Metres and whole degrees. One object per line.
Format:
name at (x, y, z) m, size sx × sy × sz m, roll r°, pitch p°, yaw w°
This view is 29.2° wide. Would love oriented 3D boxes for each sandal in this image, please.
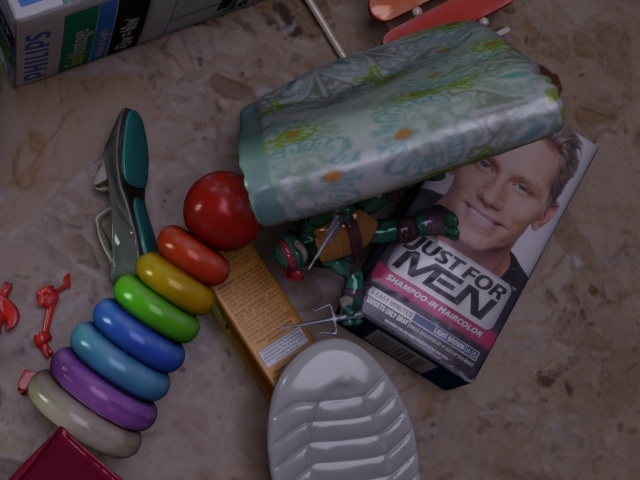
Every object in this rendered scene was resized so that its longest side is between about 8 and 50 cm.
sandal at (0.043, 0.310, 1.412) m, size 0.169 × 0.102 × 0.416 m, roll -19°, pitch 98°, yaw -9°

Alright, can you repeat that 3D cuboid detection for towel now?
towel at (0.069, -0.141, 1.347) m, size 0.320 × 0.374 × 0.090 m, roll -20°, pitch 109°, yaw 4°

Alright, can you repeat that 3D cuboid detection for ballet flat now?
ballet flat at (-0.236, -0.051, 1.444) m, size 0.068 × 0.072 × 0.213 m, roll -13°, pitch 77°, yaw 15°

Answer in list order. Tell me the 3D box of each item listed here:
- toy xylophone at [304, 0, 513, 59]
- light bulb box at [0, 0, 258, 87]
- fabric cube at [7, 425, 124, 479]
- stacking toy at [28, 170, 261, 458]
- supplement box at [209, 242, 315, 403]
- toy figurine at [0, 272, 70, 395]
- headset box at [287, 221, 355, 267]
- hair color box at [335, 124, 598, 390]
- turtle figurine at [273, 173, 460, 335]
toy xylophone at (0.090, -0.343, 1.572) m, size 0.236 × 0.081 × 0.322 m, roll -37°, pitch 88°, yaw -17°
light bulb box at (-0.258, -0.423, 1.434) m, size 0.361 × 0.225 × 0.358 m, roll -24°, pitch 84°, yaw -18°
fabric cube at (-0.275, 0.387, 1.192) m, size 0.259 × 0.254 × 0.258 m, roll 41°, pitch 104°, yaw -2°
stacking toy at (-0.172, 0.070, 1.351) m, size 0.141 × 0.141 × 0.330 m, roll 36°, pitch 89°, yaw -4°
supplement box at (-0.075, 0.088, 1.443) m, size 0.080 × 0.078 × 0.233 m, roll -34°, pitch 88°, yaw -17°
toy figurine at (-0.445, 0.030, 1.298) m, size 0.362 × 0.217 × 0.191 m, roll 27°, pitch 73°, yaw -7°
headset box at (0.000, 0.000, 1.502) m, size 0.083 × 0.032 × 0.062 m, roll 5°, pitch 77°, yaw -11°
hair color box at (0.179, -0.010, 1.508) m, size 0.174 × 0.105 × 0.347 m, roll 32°, pitch 73°, yaw -4°
turtle figurine at (0.034, -0.007, 1.368) m, size 0.234 × 0.175 × 0.118 m, roll -27°, pitch 47°, yaw -12°
